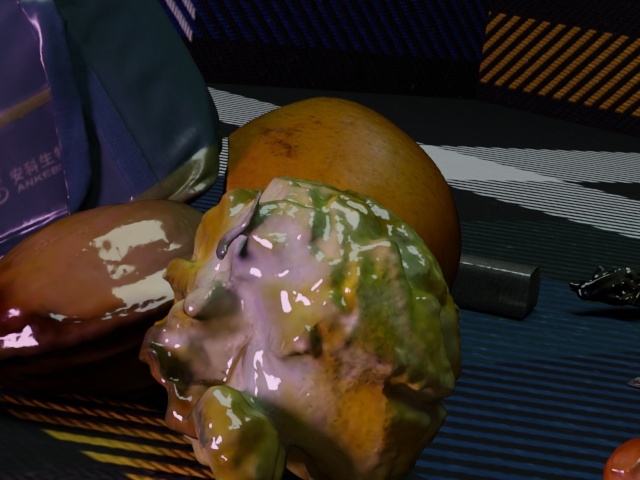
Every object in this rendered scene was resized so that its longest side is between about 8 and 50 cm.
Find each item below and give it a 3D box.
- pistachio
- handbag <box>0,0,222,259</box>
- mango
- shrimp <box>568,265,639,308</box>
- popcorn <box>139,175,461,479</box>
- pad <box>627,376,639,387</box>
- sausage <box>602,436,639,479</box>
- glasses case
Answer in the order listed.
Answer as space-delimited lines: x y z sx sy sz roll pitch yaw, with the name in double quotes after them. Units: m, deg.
-0.146 0.043 1.139 0.210 0.130 0.165 -9 9 -11 "pistachio"
-0.224 -0.097 1.308 0.263 0.241 0.222 -31 10 9 "handbag"
0.000 0.000 1.338 0.199 0.201 0.350 -18 14 13 "mango"
0.376 0.063 1.670 0.262 0.051 0.198 6 10 -30 "shrimp"
-0.016 0.064 1.011 0.198 0.198 0.212 16 46 36 "popcorn"
0.350 0.127 1.413 0.188 0.006 0.113 14 11 27 "pad"
0.275 0.146 1.027 0.300 0.083 0.089 4 13 -38 "sausage"
0.098 0.027 1.648 0.205 0.047 0.071 11 9 15 "glasses case"
